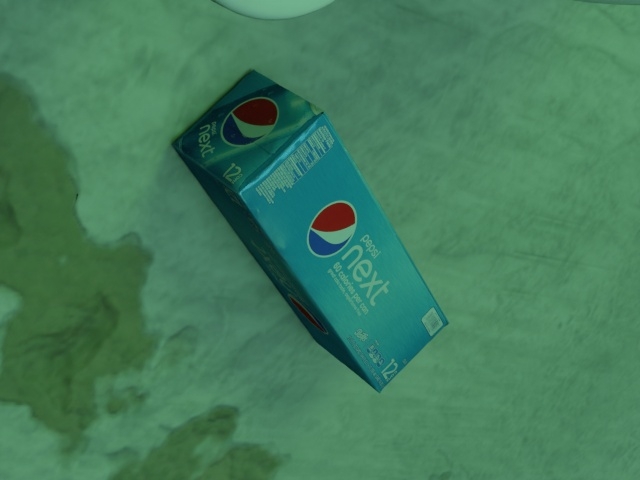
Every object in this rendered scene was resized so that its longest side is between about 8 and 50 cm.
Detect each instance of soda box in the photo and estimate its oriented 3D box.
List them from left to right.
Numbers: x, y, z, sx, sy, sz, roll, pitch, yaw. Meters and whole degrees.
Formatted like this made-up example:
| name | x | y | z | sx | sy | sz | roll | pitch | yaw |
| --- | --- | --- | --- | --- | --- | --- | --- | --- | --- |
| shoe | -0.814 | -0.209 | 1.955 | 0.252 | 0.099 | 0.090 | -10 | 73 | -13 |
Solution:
| name | x | y | z | sx | sy | sz | roll | pitch | yaw |
| --- | --- | --- | --- | --- | --- | --- | --- | --- | --- |
| soda box | 0.000 | 0.000 | 0.746 | 0.067 | 0.071 | 0.210 | -44 | 136 | -11 |

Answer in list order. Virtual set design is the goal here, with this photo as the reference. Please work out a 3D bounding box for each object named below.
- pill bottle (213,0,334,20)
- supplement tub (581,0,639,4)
| name | x | y | z | sx | sy | sz | roll | pitch | yaw |
| --- | --- | --- | --- | --- | --- | --- | --- | --- | --- |
| pill bottle | -0.058 | -0.168 | 0.510 | 0.108 | 0.180 | 0.108 | -21 | 128 | -29 |
| supplement tub | 0.157 | -0.300 | 0.571 | 0.235 | 0.235 | 0.325 | -28 | 131 | -25 |
